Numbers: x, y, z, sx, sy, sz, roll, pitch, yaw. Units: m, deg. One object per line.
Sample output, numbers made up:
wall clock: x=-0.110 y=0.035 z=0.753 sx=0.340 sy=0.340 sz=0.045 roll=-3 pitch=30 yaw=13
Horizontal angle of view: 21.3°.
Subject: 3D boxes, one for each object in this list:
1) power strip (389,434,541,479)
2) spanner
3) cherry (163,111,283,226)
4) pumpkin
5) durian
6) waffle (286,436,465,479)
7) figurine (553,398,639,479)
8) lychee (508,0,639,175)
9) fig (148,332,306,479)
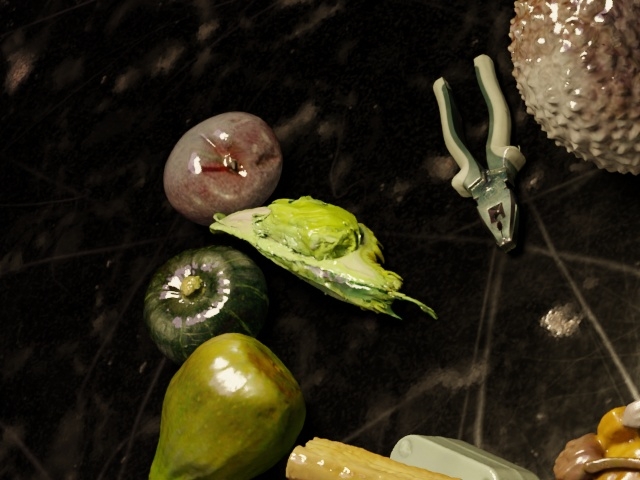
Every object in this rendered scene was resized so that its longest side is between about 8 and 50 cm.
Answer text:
power strip: x=0.081 y=0.309 z=1.732 sx=0.261 sy=0.141 sz=0.229 roll=19 pitch=94 yaw=52
spanner: x=0.203 y=-0.107 z=2.093 sx=0.095 sy=0.040 sz=0.325 roll=-29 pitch=42 yaw=20
cherry: x=-0.137 y=-0.093 z=2.295 sx=0.176 sy=0.140 sz=0.176 roll=-41 pitch=12 yaw=11
pumpkin: x=-0.147 y=0.082 z=2.169 sx=0.167 sy=0.125 sz=0.167 roll=-25 pitch=34 yaw=18
durian: x=-0.001 y=0.007 z=2.110 sx=0.375 sy=0.132 sz=0.107 roll=21 pitch=83 yaw=40
waffle: x=0.077 y=0.381 z=1.599 sx=0.304 sy=0.077 sz=0.348 roll=14 pitch=91 yaw=16
figurine: x=0.365 y=0.186 z=1.648 sx=0.185 sy=0.204 sz=0.332 roll=49 pitch=122 yaw=48
lychee: x=0.338 y=-0.215 z=1.887 sx=0.300 sy=0.300 sz=0.300 roll=-23 pitch=45 yaw=25
fig: x=-0.108 y=0.214 z=2.026 sx=0.233 sy=0.167 sz=0.167 roll=119 pitch=157 yaw=-45
